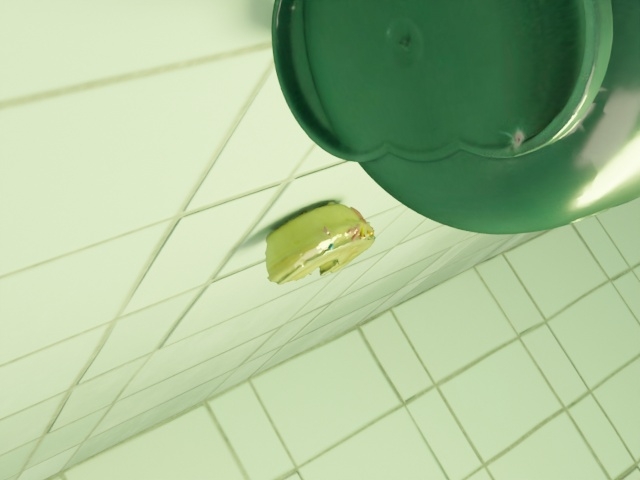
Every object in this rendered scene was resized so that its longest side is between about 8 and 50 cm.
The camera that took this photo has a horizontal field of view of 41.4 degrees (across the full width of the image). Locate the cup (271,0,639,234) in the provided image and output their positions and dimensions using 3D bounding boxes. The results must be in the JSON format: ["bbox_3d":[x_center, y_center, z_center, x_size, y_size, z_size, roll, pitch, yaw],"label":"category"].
[{"bbox_3d":[0.113,-0.127,0.475,0.257,0.219,0.289,-21,-163,-35],"label":"cup"}]

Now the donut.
[{"bbox_3d":[0.004,-0.002,1.004,0.108,0.065,0.166,-36,166,23],"label":"donut"}]
